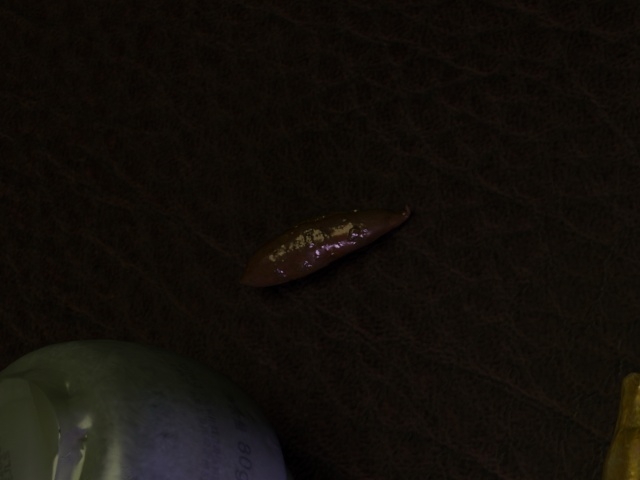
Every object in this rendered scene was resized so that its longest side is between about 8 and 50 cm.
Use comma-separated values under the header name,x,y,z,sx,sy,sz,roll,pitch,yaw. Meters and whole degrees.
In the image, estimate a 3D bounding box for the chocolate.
name,x,y,z,sx,sy,sz,roll,pitch,yaw
chocolate,0.282,0.223,1.459,0.085,0.085,0.219,-7,63,30

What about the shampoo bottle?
name,x,y,z,sx,sy,sz,roll,pitch,yaw
shampoo bottle,-0.192,0.256,1.594,0.322,0.317,0.323,-14,59,24

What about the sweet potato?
name,x,y,z,sx,sy,sz,roll,pitch,yaw
sweet potato,0.000,0.000,1.773,0.205,0.060,0.068,-18,49,15
